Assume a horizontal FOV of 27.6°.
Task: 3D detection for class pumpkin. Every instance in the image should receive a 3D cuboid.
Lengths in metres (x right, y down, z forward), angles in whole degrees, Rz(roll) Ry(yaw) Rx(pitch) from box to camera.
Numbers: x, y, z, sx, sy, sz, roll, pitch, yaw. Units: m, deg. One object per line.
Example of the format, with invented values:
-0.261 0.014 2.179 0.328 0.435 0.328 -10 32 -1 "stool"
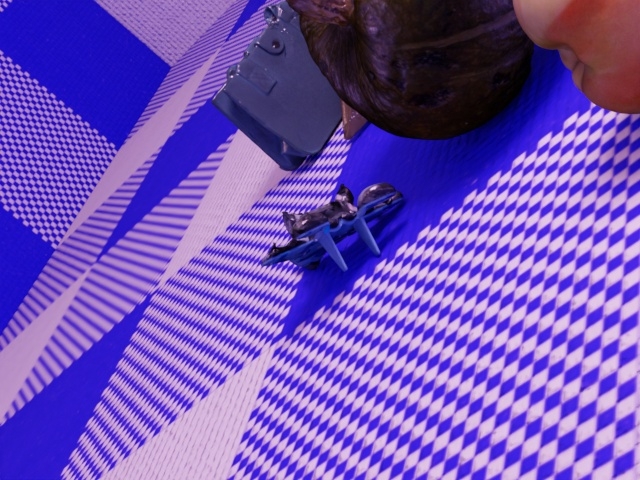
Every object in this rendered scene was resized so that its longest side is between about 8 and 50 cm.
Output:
0.085 -0.210 1.282 0.242 0.232 0.325 -13 -7 -13 "pumpkin"

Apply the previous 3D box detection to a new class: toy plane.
-0.003 -0.007 1.388 0.169 0.078 0.246 -26 5 -17 "toy plane"

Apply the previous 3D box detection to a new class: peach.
0.238 -0.188 0.959 0.184 0.184 0.184 -45 16 16 "peach"

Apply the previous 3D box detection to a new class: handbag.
-0.037 -0.232 1.831 0.062 0.179 0.229 -28 25 55 "handbag"

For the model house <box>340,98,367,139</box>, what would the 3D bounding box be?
0.059 -0.252 1.699 0.181 0.176 0.248 -8 60 67 "model house"
